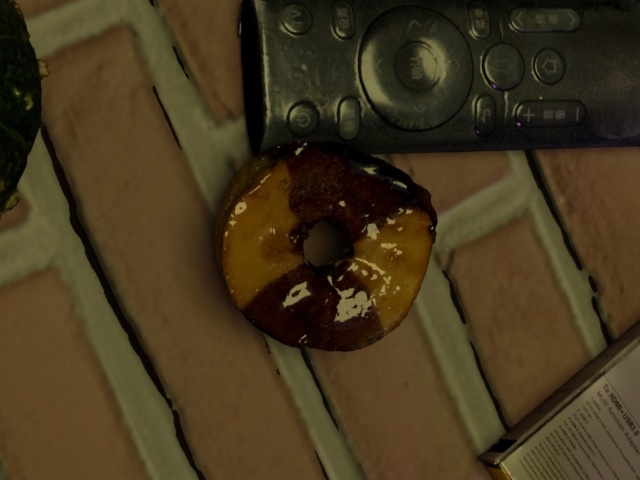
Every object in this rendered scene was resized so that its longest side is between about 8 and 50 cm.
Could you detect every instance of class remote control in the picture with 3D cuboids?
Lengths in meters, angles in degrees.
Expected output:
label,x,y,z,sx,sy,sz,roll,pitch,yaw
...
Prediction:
label,x,y,z,sx,sy,sz,roll,pitch,yaw
remote control,0.131,-0.113,1.050,0.377,0.044,0.107,-3,84,-22

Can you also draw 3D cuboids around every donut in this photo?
label,x,y,z,sx,sy,sz,roll,pitch,yaw
donut,0.000,0.000,0.970,0.140,0.059,0.140,-6,105,-21

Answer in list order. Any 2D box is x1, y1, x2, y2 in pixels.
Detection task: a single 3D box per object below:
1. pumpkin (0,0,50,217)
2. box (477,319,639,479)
label,x,y,z,sx,sy,sz,roll,pitch,yaw
pumpkin,-0.242,-0.081,0.848,0.190,0.146,0.190,-3,94,-43
box,0.233,0.125,1.078,0.247,0.033,0.129,-36,99,-19
